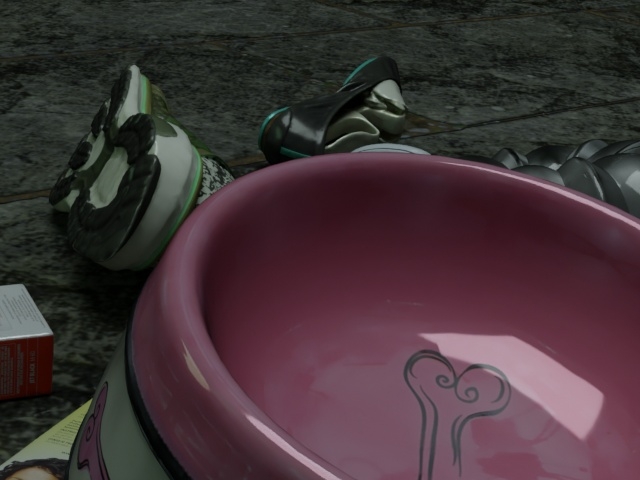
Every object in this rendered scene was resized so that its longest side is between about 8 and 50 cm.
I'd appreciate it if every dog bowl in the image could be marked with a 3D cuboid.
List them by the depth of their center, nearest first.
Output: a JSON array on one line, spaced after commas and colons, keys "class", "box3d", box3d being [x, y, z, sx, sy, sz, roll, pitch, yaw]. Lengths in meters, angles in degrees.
[{"class": "dog bowl", "box3d": [0.075, 0.098, 0.697, 0.408, 0.150, 0.408, 9, 32, -6]}]

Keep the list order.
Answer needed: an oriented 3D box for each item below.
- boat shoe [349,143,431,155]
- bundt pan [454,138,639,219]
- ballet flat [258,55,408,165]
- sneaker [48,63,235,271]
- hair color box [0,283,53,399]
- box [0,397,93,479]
[{"class": "boat shoe", "box3d": [0.099, -0.038, 1.293, 0.226, 0.083, 0.076, 21, 24, 34]}, {"class": "bundt pan", "box3d": [0.180, -0.010, 1.050, 0.331, 0.124, 0.331, -6, 8, 1]}, {"class": "ballet flat", "box3d": [0.040, -0.137, 1.556, 0.096, 0.095, 0.280, 26, 38, 24]}, {"class": "sneaker", "box3d": [-0.138, -0.038, 1.235, 0.182, 0.158, 0.410, 32, 10, -21]}, {"class": "hair color box", "box3d": [-0.282, 0.077, 0.932, 0.167, 0.053, 0.093, -3, 23, -26]}, {"class": "box", "box3d": [-0.134, 0.151, 0.762, 0.087, 0.058, 0.232, 13, 21, 18]}]
